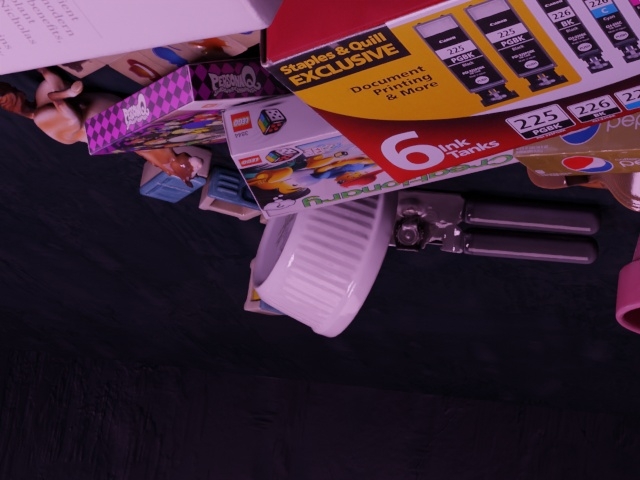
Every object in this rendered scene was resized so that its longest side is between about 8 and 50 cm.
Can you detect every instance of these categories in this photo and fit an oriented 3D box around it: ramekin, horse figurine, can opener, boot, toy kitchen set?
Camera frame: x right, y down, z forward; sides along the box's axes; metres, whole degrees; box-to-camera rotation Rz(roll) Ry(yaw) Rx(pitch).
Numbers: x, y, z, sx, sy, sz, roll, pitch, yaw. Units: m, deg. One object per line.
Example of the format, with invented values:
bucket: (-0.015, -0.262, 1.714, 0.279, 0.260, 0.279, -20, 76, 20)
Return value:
ramekin: (0.000, 0.000, 1.647, 0.109, 0.207, 0.207, 22, 161, -13)
horse figurine: (-0.239, -0.140, 1.519, 0.263, 0.066, 0.174, 11, 158, -16)
can opener: (0.205, -0.024, 1.726, 0.283, 0.076, 0.095, 5, -164, 10)
boot: (0.316, -0.082, 1.329, 0.197, 0.073, 0.152, 13, -159, 43)
toy kitchen set: (-0.120, -0.009, 1.726, 0.207, 0.166, 0.122, 14, 164, -20)

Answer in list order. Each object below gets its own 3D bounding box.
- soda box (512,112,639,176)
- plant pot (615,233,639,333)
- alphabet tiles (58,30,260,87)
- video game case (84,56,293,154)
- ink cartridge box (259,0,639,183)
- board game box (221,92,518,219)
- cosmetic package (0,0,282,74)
soda box: (0.263, -0.094, 1.203, 0.181, 0.058, 0.061, -2, 163, 35)
plant pot: (0.420, 0.005, 1.467, 0.201, 0.180, 0.201, 8, 164, 2)
alphabet tiles: (-0.204, -0.226, 1.208, 0.285, 0.011, 0.342, 29, 156, -29)
video game case: (-0.092, -0.134, 1.372, 0.210, 0.042, 0.232, -8, 176, -35)
ink cartridge box: (0.122, -0.183, 0.930, 0.309, 0.130, 0.272, -16, 151, 27)
board game box: (0.073, -0.104, 1.331, 0.305, 0.053, 0.193, -13, 162, 4)
cosmetic package: (-0.233, -0.237, 0.872, 0.453, 0.161, 0.230, -3, 138, 36)
